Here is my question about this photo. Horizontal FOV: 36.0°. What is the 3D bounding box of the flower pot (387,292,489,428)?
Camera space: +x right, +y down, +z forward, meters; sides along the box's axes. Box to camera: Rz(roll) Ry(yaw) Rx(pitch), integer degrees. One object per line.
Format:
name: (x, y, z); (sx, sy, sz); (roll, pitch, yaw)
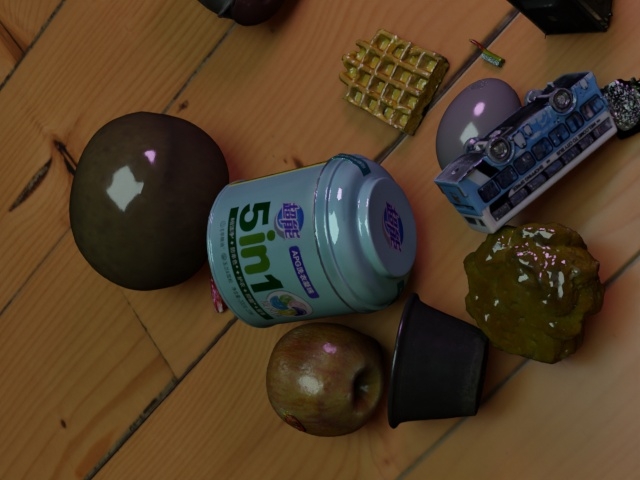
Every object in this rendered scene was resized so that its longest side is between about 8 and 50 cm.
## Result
flower pot: (0.207, 0.217, 1.678); (0.148, 0.235, 0.235); (9, 88, 15)

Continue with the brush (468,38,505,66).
brush: (0.299, -0.342, 1.798); (0.083, 0.018, 0.021); (42, 115, 29)

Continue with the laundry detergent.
laundry detergent: (0.000, 0.000, 1.781); (0.305, 0.287, 0.287); (-11, 77, 32)

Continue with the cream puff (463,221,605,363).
cream puff: (0.346, 0.078, 1.599); (0.244, 0.196, 0.244); (-7, 78, 34)

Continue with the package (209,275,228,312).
package: (-0.145, 0.079, 2.020); (0.200, 0.022, 0.083); (-24, 71, 27)

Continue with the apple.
apple: (0.009, 0.249, 1.783); (0.187, 0.211, 0.211); (4, 85, 40)

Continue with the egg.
egg: (0.278, -0.186, 1.712); (0.146, 0.146, 0.199); (23, 87, 33)

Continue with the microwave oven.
microwave oven: (0.406, -0.440, 1.632); (0.129, 0.205, 0.163); (3, 86, 34)

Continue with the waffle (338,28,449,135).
waffle: (0.125, -0.317, 1.886); (0.211, 0.055, 0.161); (35, 103, 33)

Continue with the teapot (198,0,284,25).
teapot: (-0.153, -0.603, 2.036); (0.315, 0.233, 0.312); (-34, 70, -6)

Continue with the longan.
longan: (-0.344, -0.077, 2.007); (0.360, 0.361, 0.361); (-5, 80, 32)

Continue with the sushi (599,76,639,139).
sushi: (0.509, -0.223, 1.621); (0.084, 0.056, 0.083); (-31, 67, 27)

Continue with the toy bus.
toy bus: (0.336, -0.147, 1.603); (0.297, 0.131, 0.106); (-37, 16, -11)
